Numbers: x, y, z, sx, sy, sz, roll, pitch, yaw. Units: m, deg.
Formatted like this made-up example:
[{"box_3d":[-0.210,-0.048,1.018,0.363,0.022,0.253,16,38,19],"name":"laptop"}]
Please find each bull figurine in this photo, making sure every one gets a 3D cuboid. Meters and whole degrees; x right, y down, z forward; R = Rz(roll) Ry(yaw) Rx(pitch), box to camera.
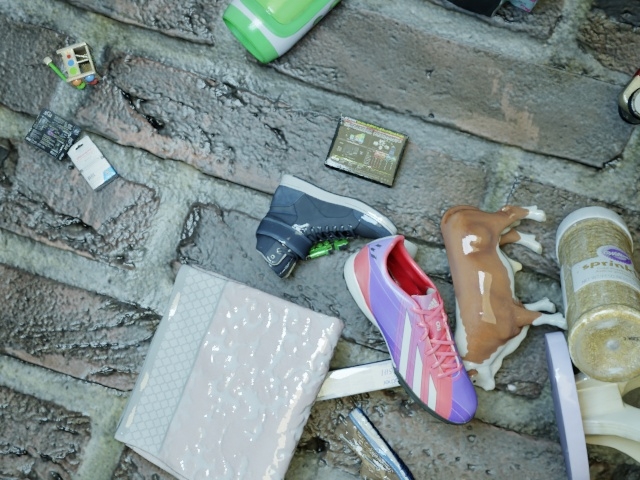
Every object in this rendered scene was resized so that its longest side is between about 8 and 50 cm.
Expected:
[{"box_3d":[0.289,0.088,1.588,0.189,0.101,0.310,-9,87,-3],"name":"bull figurine"}]

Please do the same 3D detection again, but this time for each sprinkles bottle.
[{"box_3d":[0.421,0.070,1.456,0.121,0.355,0.121,4,116,9],"name":"sprinkles bottle"}]

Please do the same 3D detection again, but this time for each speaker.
[{"box_3d":[-0.022,-0.437,1.629,0.296,0.131,0.131,-44,85,-2],"name":"speaker"}]

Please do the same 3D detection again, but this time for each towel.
[{"box_3d":[-0.153,0.230,1.549,0.317,0.053,0.331,20,86,28],"name":"towel"}]

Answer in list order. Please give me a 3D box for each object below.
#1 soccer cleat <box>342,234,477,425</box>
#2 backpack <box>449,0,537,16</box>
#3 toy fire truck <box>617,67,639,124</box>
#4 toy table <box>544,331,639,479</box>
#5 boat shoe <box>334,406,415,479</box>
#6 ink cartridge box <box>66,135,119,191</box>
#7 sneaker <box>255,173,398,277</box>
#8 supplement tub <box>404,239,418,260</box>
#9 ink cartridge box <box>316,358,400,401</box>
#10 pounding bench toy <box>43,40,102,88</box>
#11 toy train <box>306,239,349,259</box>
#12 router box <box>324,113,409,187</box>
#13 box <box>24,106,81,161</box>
[{"box_3d":[0.157,0.139,1.499,0.109,0.116,0.318,-28,84,-43],"name":"soccer cleat"},{"box_3d":[0.313,-0.505,1.574,0.191,0.225,0.253,17,88,2],"name":"backpack"},{"box_3d":[0.641,-0.256,1.598,0.217,0.158,0.246,37,97,5],"name":"toy fire truck"},{"box_3d":[0.449,0.258,1.511,0.161,0.252,0.274,-11,121,9],"name":"toy table"},{"box_3d":[0.093,0.365,1.591,0.066,0.066,0.183,-39,75,3],"name":"boat shoe"},{"box_3d":[-0.389,-0.131,1.660,0.048,0.028,0.083,-36,85,-1],"name":"ink cartridge box"},{"box_3d":[0.000,0.001,1.584,0.226,0.086,0.163,21,73,25],"name":"sneaker"},{"box_3d":[0.110,0.046,1.610,0.071,0.071,0.107,25,87,4],"name":"supplement tub"},{"box_3d":[0.037,0.230,1.583,0.207,0.097,0.046,-11,84,1],"name":"ink cartridge box"},{"box_3d":[-0.425,-0.291,1.663,0.083,0.052,0.065,-18,85,0],"name":"pounding bench toy"},{"box_3d":[0.009,0.014,1.638,0.083,0.017,0.023,-18,45,0],"name":"toy train"},{"box_3d":[0.077,-0.151,1.644,0.123,0.038,0.092,19,86,3],"name":"router box"},{"box_3d":[-0.457,-0.181,1.657,0.083,0.018,0.067,28,86,26],"name":"box"}]
